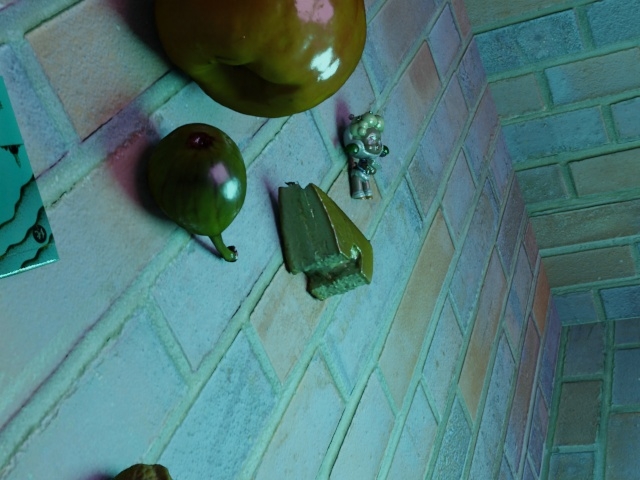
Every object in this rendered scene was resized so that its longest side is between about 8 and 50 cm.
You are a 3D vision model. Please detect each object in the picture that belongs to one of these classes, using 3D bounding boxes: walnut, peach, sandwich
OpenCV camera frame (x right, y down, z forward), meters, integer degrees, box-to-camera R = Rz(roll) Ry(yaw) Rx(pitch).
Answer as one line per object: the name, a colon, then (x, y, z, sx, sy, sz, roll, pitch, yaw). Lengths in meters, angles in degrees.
walnut: (-0.222, 0.333, 1.064, 0.124, 0.105, 0.105, -85, 151, -45)
peach: (-0.088, -0.370, 1.335, 0.343, 0.343, 0.302, 45, 60, -49)
sandwich: (0.000, 0.000, 1.603, 0.236, 0.122, 0.128, 46, 38, -44)

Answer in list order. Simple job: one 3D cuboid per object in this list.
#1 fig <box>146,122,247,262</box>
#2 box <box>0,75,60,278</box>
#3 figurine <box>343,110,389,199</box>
fig: (-0.183, -0.048, 1.296, 0.151, 0.151, 0.259, -69, 167, -46)
box: (-0.384, -0.066, 0.936, 0.161, 0.042, 0.226, -25, 100, -62)
figurine: (0.102, -0.190, 1.897, 0.147, 0.093, 0.197, -5, 86, -52)
